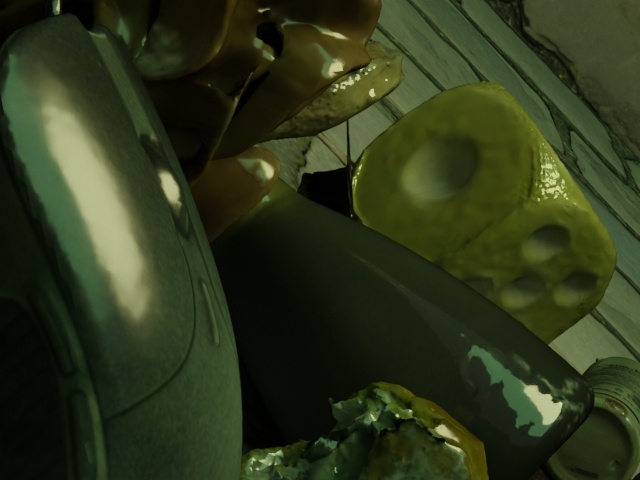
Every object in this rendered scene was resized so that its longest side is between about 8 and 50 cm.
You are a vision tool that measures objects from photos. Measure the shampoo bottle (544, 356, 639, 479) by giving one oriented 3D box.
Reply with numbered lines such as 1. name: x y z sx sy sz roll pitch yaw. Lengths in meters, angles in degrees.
1. shampoo bottle: 0.262 0.159 1.414 0.085 0.085 0.262 51 17 7

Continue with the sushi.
1. sushi: 0.000 0.000 1.143 0.215 0.050 0.192 -88 175 -66

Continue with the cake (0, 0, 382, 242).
1. cake: -0.139 -0.140 0.779 0.332 0.332 0.321 38 52 -31

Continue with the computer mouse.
1. computer mouse: -0.083 0.021 0.627 0.167 0.090 0.379 -9 97 -76

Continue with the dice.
1. dice: 0.134 -0.012 1.300 0.169 0.169 0.166 49 10 -47

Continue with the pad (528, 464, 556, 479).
1. pad: 0.162 0.181 1.282 0.220 0.004 0.330 56 19 21

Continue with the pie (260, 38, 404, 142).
1. pie: -0.055 -0.115 1.130 0.218 0.185 0.052 27 -48 52

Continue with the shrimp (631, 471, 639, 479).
1. shrimp: 0.346 0.299 1.375 0.222 0.054 0.290 54 10 14

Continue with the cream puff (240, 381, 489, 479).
1. cream puff: 0.018 0.150 0.817 0.121 0.156 0.156 54 16 -15

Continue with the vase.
1. vase: 0.002 0.043 0.965 0.321 0.173 0.173 46 17 11
